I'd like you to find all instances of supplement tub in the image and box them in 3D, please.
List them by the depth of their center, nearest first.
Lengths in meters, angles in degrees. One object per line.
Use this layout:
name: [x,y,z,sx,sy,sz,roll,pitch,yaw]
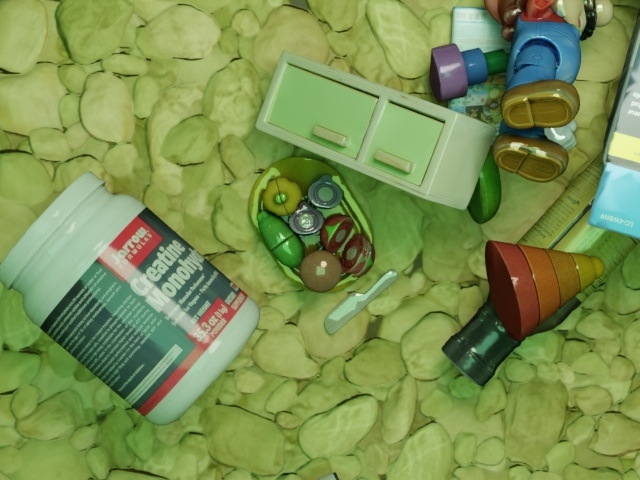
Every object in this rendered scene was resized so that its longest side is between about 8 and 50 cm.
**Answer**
supplement tub: [-0.225,0.068,1.673,0.272,0.191,0.191,41,95,-4]

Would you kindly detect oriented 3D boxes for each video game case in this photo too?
video game case: [0.216,-0.199,1.729,0.119,0.015,0.166,2,96,0]

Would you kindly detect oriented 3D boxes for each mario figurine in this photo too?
mario figurine: [0.277,-0.220,1.583,0.170,0.320,0.198,31,136,-22]

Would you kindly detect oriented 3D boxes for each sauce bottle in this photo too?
sauce bottle: [0.284,0.028,1.707,0.111,0.111,0.344,43,96,-4]

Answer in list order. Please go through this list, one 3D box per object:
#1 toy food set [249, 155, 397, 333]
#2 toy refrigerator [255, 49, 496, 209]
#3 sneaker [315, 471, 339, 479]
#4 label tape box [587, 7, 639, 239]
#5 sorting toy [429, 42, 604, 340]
toy food set: [0.000,0.000,1.724,0.128,0.071,0.218,-34,95,4]
toy refrigerator: [0.056,-0.130,1.623,0.270,0.094,0.102,26,98,37]
sneaker: [-0.019,0.452,1.745,0.179,0.124,0.295,-17,88,-3]
label tape box: [0.458,-0.143,1.592,0.249,0.115,0.347,16,86,5]
sorting toy: [0.232,-0.071,1.648,0.126,0.127,0.365,-13,73,-5]
